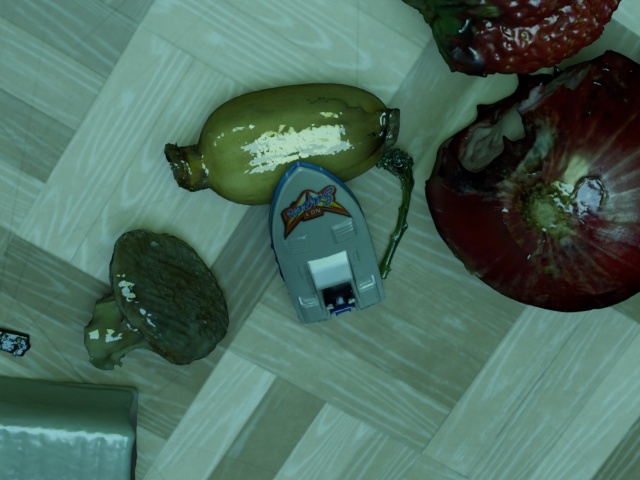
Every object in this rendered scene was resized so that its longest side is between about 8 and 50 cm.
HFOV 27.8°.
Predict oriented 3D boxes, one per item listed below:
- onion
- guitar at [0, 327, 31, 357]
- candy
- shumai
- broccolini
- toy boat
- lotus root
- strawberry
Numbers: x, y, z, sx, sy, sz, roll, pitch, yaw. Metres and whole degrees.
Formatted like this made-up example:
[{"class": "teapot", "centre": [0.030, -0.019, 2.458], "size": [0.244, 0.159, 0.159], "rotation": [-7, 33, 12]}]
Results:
[{"class": "onion", "centre": [0.314, -0.065, 1.625], "size": [0.341, 0.341, 0.341], "rotation": [-2, 109, -5]}, {"class": "guitar", "centre": [-0.525, 0.108, 1.754], "size": [0.271, 0.038, 0.083], "rotation": [20, 108, -12]}, {"class": "candy", "centre": [-0.428, 0.303, 1.775], "size": [0.359, 0.145, 0.208], "rotation": [7, 108, -9]}, {"class": "shumai", "centre": [-0.234, 0.090, 1.734], "size": [0.153, 0.161, 0.209], "rotation": [-29, 134, 28]}, {"class": "broccolini", "centre": [0.106, -0.038, 1.764], "size": [0.052, 0.054, 0.194], "rotation": [-9, 113, -22]}, {"class": "toy boat", "centre": [0.000, 0.000, 1.672], "size": [0.129, 0.088, 0.295], "rotation": [-16, 139, 0]}, {"class": "lotus root", "centre": [-0.045, -0.126, 1.669], "size": [0.303, 0.131, 0.146], "rotation": [-12, 95, -1]}, {"class": "strawberry", "centre": [0.237, -0.345, 1.573], "size": [0.288, 0.238, 0.250], "rotation": [-33, 139, -1]}]
